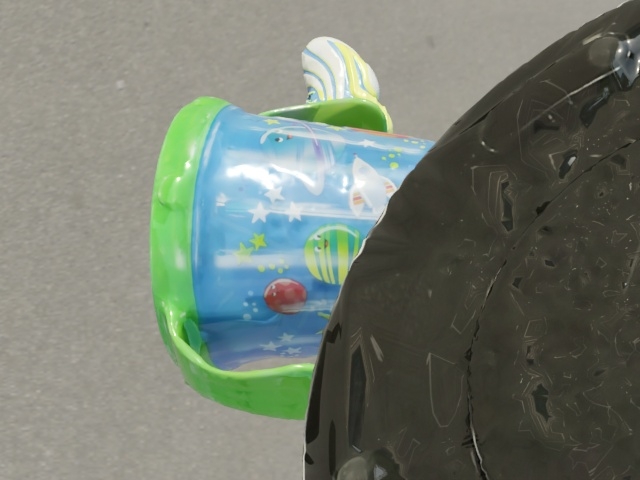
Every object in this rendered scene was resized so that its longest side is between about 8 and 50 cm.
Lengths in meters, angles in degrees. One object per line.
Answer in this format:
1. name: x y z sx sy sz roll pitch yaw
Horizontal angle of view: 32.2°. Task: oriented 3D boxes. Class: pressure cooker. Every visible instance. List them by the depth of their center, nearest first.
1. pressure cooker: 0.239 0.137 0.482 0.370 0.375 0.420 -44 131 6

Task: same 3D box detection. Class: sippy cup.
1. sippy cup: 0.000 0.000 0.925 0.240 0.224 0.305 48 45 -73

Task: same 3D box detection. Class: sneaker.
1. sneaker: 0.012 -0.135 1.268 0.126 0.091 0.240 -11 62 -37
